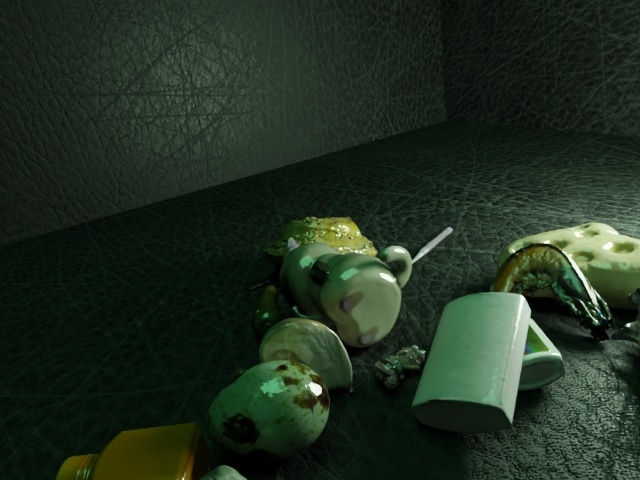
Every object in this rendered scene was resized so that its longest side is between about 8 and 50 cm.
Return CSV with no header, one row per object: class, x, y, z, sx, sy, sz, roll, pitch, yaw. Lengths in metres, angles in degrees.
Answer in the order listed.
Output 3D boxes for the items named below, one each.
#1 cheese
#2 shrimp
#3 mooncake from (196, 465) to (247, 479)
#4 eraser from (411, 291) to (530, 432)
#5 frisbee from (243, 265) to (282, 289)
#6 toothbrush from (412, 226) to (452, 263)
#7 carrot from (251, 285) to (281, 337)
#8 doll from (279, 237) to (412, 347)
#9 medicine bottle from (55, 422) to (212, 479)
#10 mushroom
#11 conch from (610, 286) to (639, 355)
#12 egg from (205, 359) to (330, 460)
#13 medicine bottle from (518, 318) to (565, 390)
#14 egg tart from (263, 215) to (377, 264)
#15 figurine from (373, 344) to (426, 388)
cheese,0.621,0.076,1.284,0.328,0.130,0.351,-13,21,-1
shrimp,0.508,0.138,1.194,0.222,0.054,0.290,-37,48,8
mooncake,-0.184,0.423,0.665,0.254,0.136,0.250,-27,15,-15
eraser,0.289,0.221,0.994,0.174,0.095,0.270,-13,32,37
frisbee,-0.120,0.115,1.632,0.187,0.012,0.211,9,28,36
toothbrush,0.333,0.023,1.655,0.024,0.029,0.354,23,35,31
carrot,-0.143,0.176,1.429,0.078,0.078,0.298,-9,16,-1
doll,0.039,0.120,1.283,0.370,0.215,0.226,3,52,48
medicine bottle,-0.305,0.396,0.866,0.222,0.112,0.149,-8,22,3
mushroom,-0.070,0.226,1.098,0.236,0.173,0.162,-9,14,-14
conch,0.696,0.119,0.997,0.313,0.241,0.186,-26,50,-34
egg,-0.096,0.305,0.940,0.231,0.169,0.169,-16,21,8
medicine bottle,0.401,0.213,1.088,0.115,0.078,0.219,-19,22,5
egg tart,0.000,0.000,1.607,0.351,0.150,0.352,0,3,0
figurine,0.168,0.266,1.096,0.129,0.054,0.072,-16,36,-35
